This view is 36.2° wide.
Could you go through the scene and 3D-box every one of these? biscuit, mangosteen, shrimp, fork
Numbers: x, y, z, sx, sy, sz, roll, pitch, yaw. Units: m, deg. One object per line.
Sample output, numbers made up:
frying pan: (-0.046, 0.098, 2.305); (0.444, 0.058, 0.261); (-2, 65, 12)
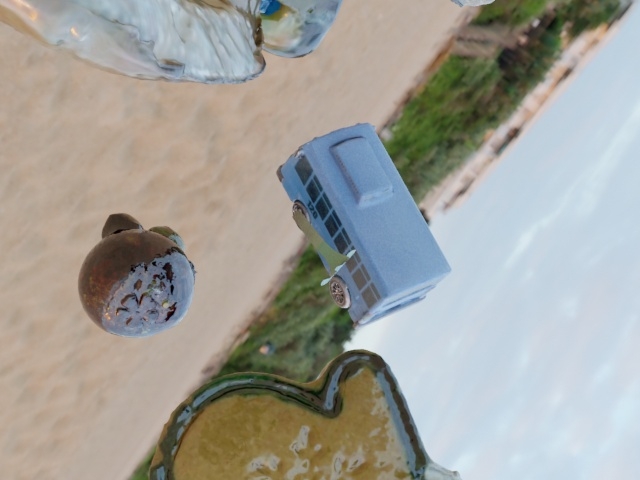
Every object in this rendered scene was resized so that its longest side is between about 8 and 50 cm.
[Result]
biscuit: (0.005, 0.245, 1.005); (0.287, 0.343, 0.057); (-59, 174, -19)
mangosteen: (-0.265, 0.050, 1.396); (0.172, 0.172, 0.184); (-54, -136, 32)
shrimp: (-0.092, -0.178, 0.626); (0.110, 0.221, 0.445); (-46, 167, 23)
fork: (0.001, 0.002, 0.840); (0.039, 0.021, 0.235); (-44, -166, 3)

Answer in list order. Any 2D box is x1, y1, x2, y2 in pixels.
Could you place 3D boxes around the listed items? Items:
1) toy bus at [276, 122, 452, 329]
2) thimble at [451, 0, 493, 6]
toy bus: (0.051, -0.027, 1.205); (0.116, 0.234, 0.133); (-21, 166, -25)
thimble: (0.139, -0.290, 0.931); (0.102, 0.115, 0.090); (-39, -134, 23)
